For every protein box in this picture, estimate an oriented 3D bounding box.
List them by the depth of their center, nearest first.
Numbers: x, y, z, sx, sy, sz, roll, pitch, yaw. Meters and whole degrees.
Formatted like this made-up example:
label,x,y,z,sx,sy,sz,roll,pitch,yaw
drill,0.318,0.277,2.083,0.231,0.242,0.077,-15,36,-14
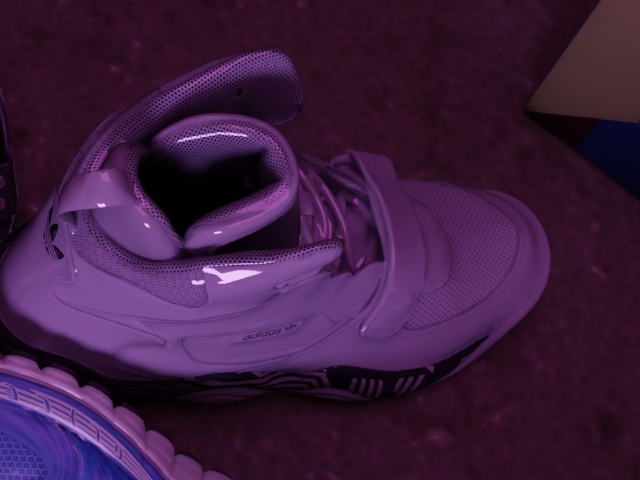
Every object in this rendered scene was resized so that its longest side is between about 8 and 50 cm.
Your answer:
label,x,y,z,sx,sy,sz,roll,pitch,yaw
protein box,0.267,-0.155,1.108,0.136,0.200,0.201,38,62,4

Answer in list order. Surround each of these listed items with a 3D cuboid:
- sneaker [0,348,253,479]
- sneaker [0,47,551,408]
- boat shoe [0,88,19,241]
label,x,y,z,sx,sy,sz,roll,pitch,yaw
sneaker,-0.127,0.169,0.899,0.330,0.130,0.147,26,60,-2
sneaker,0.000,0.000,0.949,0.365,0.210,0.137,-5,68,-25
boat shoe,-0.215,-0.035,1.005,0.075,0.065,0.206,-2,67,-18
